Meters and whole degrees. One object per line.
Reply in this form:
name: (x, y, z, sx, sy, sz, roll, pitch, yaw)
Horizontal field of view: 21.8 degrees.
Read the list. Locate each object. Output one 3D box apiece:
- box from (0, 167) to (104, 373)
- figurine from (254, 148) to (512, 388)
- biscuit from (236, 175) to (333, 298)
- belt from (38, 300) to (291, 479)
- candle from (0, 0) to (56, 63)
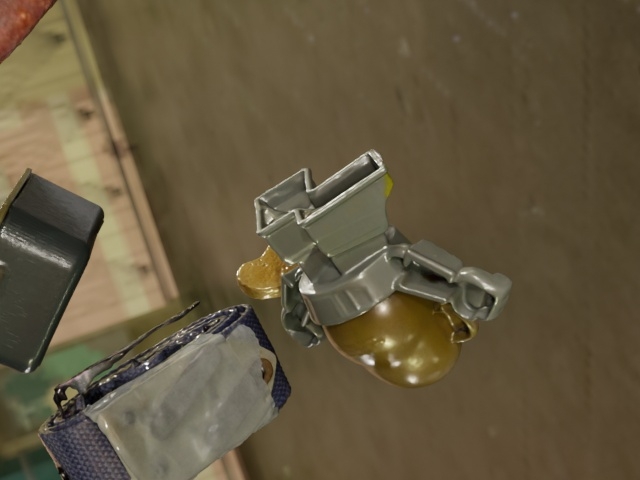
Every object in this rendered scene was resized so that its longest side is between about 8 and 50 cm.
box: (-0.266, 0.027, 1.511, 0.201, 0.090, 0.144, -102, 37, -78)
figurine: (0.061, 0.052, 1.927, 0.285, 0.167, 0.342, 55, 162, -18)
biscuit: (0.000, 0.001, 2.197, 0.158, 0.240, 0.035, 22, 145, 22)
belt: (-0.143, 0.145, 1.514, 0.139, 0.230, 0.126, -5, 115, 63)
candle: (-0.349, -0.142, 1.388, 0.131, 0.317, 0.287, 46, -145, -21)
